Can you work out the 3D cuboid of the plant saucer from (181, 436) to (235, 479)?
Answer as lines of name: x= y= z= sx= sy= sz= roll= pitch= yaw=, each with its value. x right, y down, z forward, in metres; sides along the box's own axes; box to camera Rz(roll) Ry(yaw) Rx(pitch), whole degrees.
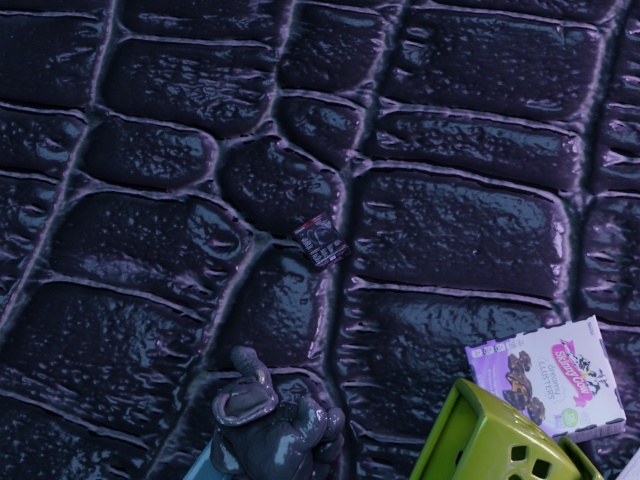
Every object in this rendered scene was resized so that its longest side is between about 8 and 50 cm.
plant saucer: x=-0.181 y=0.370 z=1.941 sx=0.067 sy=0.018 sz=0.192 roll=30 pitch=74 yaw=22

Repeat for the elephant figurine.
elephant figurine: x=-0.098 y=0.271 z=1.900 sx=0.239 sy=0.186 sz=0.169 roll=25 pitch=96 yaw=26

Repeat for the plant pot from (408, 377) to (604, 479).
plant pot: x=0.242 y=0.339 z=1.712 sx=0.207 sy=0.228 sz=0.227 roll=25 pitch=95 yaw=-4

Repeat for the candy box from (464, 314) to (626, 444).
candy box: x=0.324 y=0.214 z=1.872 sx=0.196 sy=0.070 sz=0.164 roll=-15 pitch=64 yaw=6

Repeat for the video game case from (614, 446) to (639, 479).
video game case: x=0.462 y=0.425 z=1.763 sx=0.210 sy=0.042 sz=0.232 roll=35 pitch=77 yaw=24

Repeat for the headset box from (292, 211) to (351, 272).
headset box: x=0.000 y=0.000 z=2.060 sx=0.062 sy=0.032 sz=0.083 roll=-33 pitch=63 yaw=-4
